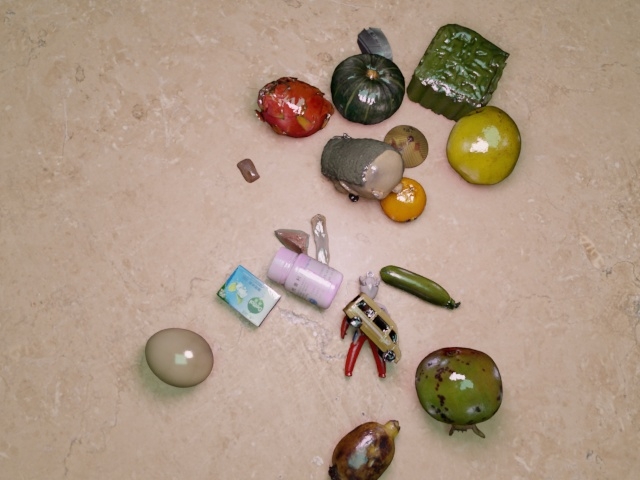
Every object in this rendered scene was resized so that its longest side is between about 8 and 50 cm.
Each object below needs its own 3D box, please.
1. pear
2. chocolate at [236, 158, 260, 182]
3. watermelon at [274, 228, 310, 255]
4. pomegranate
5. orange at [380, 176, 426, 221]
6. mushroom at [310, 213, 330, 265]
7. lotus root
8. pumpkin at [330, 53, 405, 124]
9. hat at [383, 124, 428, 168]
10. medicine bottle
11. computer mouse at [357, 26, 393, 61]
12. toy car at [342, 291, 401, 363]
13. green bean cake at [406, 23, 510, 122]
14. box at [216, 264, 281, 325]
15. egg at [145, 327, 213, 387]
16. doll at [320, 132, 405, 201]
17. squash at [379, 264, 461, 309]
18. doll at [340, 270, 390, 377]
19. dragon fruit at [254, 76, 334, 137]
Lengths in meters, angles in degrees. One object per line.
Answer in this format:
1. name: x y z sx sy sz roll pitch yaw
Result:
1. pear: 0.624 -0.364 1.605 0.293 0.294 0.295 1 78 -3
2. chocolate: -0.287 -0.278 1.657 0.064 0.031 0.101 -27 82 -4
3. watermelon: -0.100 -0.005 1.595 0.155 0.080 0.101 22 68 17
4. pomegranate: 0.460 0.523 1.414 0.290 0.291 0.324 7 87 -2
5. orange: 0.318 -0.156 1.605 0.177 0.155 0.178 -1 82 9
6. mushroom: 0.004 0.000 1.608 0.059 0.054 0.202 -9 84 1
7. lotus root: 0.150 0.719 1.415 0.314 0.141 0.169 -41 87 -11
8. pumpkin: 0.187 -0.595 1.664 0.299 0.207 0.301 2 64 -3
9. hat: 0.354 -0.395 1.691 0.192 0.082 0.193 1 77 -3
10. medicine bottle: -0.056 0.133 1.522 0.254 0.152 0.152 25 78 2
11. computer mouse: 0.240 -0.820 1.777 0.126 0.071 0.231 -19 79 -7
12. toy car: 0.195 0.300 1.443 0.124 0.101 0.257 -45 90 -6
13. green bean cake: 0.547 -0.674 1.692 0.318 0.218 0.335 25 76 2
14. box: -0.261 0.203 1.535 0.194 0.073 0.139 36 78 4
15. egg: -0.480 0.395 1.426 0.241 0.186 0.186 26 78 12
16. doll: 0.143 -0.262 1.545 0.349 0.247 0.247 31 76 40
17. squash: 0.377 0.176 1.572 0.331 0.087 0.087 26 78 1
18. doll: 0.170 0.303 1.534 0.188 0.099 0.385 6 84 -3
19. dragon fruit: -0.098 -0.506 1.612 0.250 0.250 0.315 47 37 7
